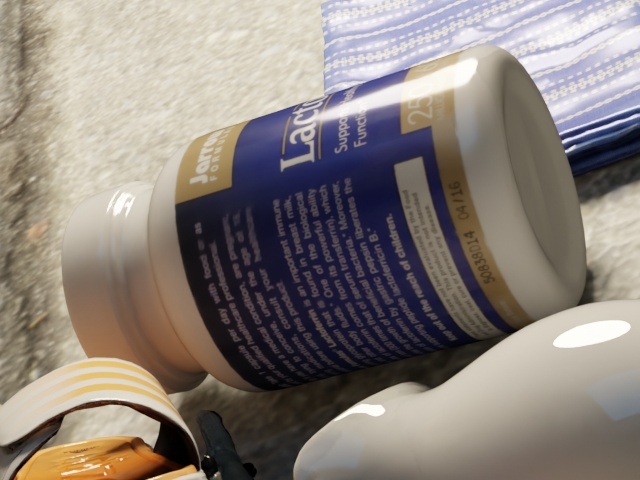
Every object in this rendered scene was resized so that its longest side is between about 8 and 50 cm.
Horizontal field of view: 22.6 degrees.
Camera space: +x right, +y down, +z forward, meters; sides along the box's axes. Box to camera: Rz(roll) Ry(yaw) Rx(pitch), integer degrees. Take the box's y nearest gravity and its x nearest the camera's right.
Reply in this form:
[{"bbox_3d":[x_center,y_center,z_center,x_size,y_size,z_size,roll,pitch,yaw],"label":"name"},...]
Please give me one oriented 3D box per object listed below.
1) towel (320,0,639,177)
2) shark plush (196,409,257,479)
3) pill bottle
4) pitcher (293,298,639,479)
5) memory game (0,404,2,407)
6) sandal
[{"bbox_3d":[0.107,-0.125,1.089,0.243,0.040,0.336,-20,32,14],"label":"towel"},{"bbox_3d":[-0.039,0.134,0.806,0.073,0.067,0.161,-21,32,15],"label":"shark plush"},{"bbox_3d":[0.000,0.000,0.887,0.265,0.153,0.153,-16,33,21],"label":"pill bottle"},{"bbox_3d":[0.116,0.084,0.719,0.207,0.125,0.178,-15,17,43],"label":"pitcher"},{"bbox_3d":[-0.282,0.157,1.029,0.186,0.012,0.186,-21,32,14],"label":"memory game"},{"bbox_3d":[-0.125,0.100,0.817,0.102,0.076,0.265,-12,1,-14],"label":"sandal"}]
